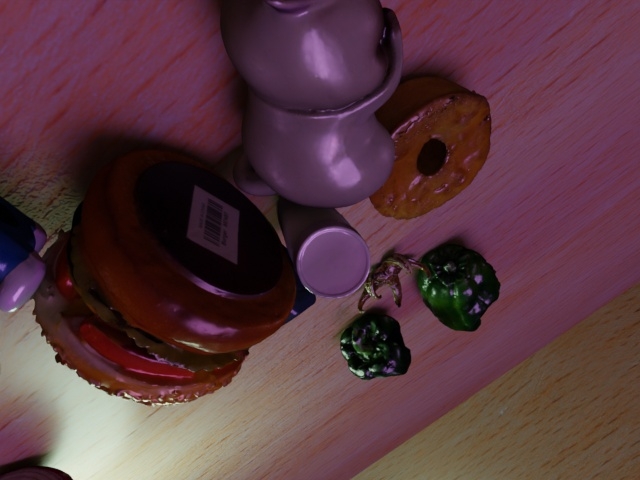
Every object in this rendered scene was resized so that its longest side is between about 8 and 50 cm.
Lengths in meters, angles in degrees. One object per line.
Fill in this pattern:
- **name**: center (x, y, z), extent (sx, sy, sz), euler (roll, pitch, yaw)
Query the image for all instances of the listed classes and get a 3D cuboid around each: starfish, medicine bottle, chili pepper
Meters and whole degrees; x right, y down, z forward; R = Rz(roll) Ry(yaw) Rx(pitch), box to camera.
- **starfish**: center (0.169, 0.108, 1.403), extent (0.190, 0.074, 0.146), euler (-42, 144, 15)
- **medicine bottle**: center (0.000, 0.000, 0.924), extent (0.111, 0.296, 0.161), euler (-32, 103, 2)
- **chili pepper**: center (0.134, 0.284, 1.531), extent (0.165, 0.173, 0.261), euler (-21, 156, 33)
- **chili pepper**: center (0.393, 0.146, 1.549), extent (0.213, 0.167, 0.385), euler (-34, 148, 6)

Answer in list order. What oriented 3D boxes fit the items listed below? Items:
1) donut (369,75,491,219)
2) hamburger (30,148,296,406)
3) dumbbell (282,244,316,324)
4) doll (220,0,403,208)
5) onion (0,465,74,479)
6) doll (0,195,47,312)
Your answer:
- **donut**: center (0.176, -0.170, 1.016), extent (0.278, 0.108, 0.277), euler (-21, 145, -16)
- **hamburger**: center (-0.215, 0.059, 0.803), extent (0.250, 0.329, 0.330), euler (-42, 146, 27)
- **dumbbell**: center (-0.167, 0.136, 1.050), extent (0.325, 0.159, 0.144), euler (-37, 147, 26)
- **doll**: center (-0.009, -0.196, 0.744), extent (0.226, 0.214, 0.370), euler (-6, 144, -9)
- **onion**: center (-0.657, 0.629, 1.310), extent (0.206, 0.216, 0.207), euler (-27, 161, -37)
- **doll**: center (-0.505, 0.060, 0.668), extent (0.310, 0.284, 0.240), euler (-44, 107, -6)
